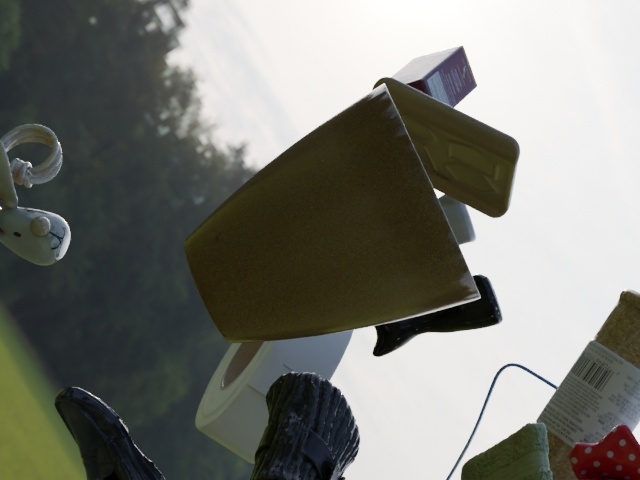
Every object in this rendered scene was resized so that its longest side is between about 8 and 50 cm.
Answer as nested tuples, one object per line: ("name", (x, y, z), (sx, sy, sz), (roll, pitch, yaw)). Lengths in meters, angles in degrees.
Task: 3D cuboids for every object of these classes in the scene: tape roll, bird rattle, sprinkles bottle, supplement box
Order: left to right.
("tape roll", (-0.067, 0.184, 2.067), (0.100, 0.286, 0.286), (35, -8, -11))
("supplement box", (0.176, -0.253, 2.359), (0.104, 0.188, 0.081), (-12, -71, 33))
("bird rattle", (0.329, 0.340, 1.728), (0.207, 0.253, 0.143), (36, 24, -34))
("sprinkles bottle", (0.366, 0.242, 1.907), (0.121, 0.355, 0.121), (34, 0, 0))

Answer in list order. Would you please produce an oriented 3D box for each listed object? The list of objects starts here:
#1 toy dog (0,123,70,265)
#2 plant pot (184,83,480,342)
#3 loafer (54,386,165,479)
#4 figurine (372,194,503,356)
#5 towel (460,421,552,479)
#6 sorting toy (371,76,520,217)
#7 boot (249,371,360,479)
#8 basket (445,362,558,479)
("toy dog", (-0.494, -0.076, 1.831), (0.161, 0.333, 0.220), (123, -34, -71))
("plant pot", (0.000, 0.000, 1.427), (0.237, 0.254, 0.237), (-24, 90, -85))
("loafer", (-0.293, 0.297, 1.922), (0.076, 0.078, 0.223), (-18, -67, 46))
("figurine", (0.150, 0.055, 2.162), (0.092, 0.209, 0.215), (-7, 79, -83))
("towel", (0.201, 0.271, 1.540), (0.148, 0.027, 0.110), (-41, -139, 44))
("sorting toy", (0.154, -0.116, 1.720), (0.193, 0.038, 0.208), (28, -17, 12))
("boot", (-0.034, 0.363, 1.759), (0.260, 0.131, 0.348), (-75, 173, -50))
("basket", (0.360, 0.355, 2.164), (0.288, 0.255, 0.201), (25, 3, 17))
